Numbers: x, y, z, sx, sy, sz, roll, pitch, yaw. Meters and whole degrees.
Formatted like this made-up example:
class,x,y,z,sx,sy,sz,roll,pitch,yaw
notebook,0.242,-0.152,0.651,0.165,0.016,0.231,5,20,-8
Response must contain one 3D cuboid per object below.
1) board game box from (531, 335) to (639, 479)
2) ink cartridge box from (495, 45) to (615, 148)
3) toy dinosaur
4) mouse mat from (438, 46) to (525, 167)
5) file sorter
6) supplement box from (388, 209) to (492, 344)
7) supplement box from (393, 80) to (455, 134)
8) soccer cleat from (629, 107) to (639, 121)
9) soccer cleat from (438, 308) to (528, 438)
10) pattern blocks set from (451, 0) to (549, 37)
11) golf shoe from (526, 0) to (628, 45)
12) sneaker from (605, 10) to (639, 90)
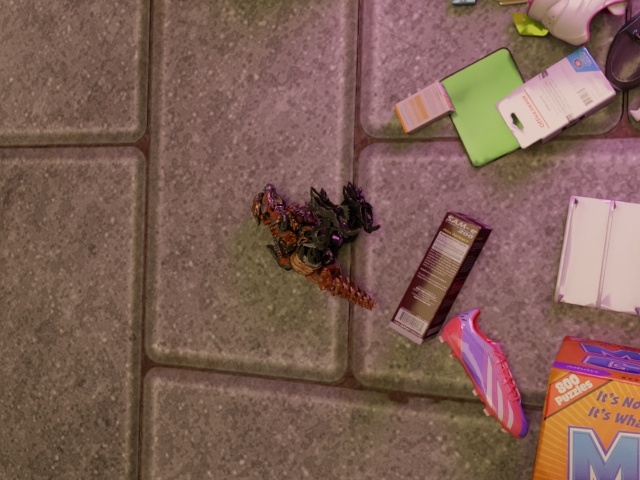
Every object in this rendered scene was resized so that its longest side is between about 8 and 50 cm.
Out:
class,x,y,z,sx,sy,sz,roll,pitch,yaw
board game box,0.518,0.372,1.125,0.357,0.356,0.356,9,94,21
ink cartridge box,0.416,-0.247,1.317,0.180,0.060,0.104,-32,79,15
toy dinosaur,0.000,0.000,1.470,0.322,0.164,0.218,39,119,-1
mouse mat,0.320,-0.249,1.389,0.153,0.007,0.189,-26,82,20
file sorter,0.537,0.034,1.216,0.278,0.173,0.192,9,93,22
supplement box,0.223,0.067,1.363,0.073,0.130,0.239,30,100,19
supplement box,0.199,-0.254,1.418,0.099,0.036,0.062,-25,81,26
soccer cleat,0.574,-0.242,1.276,0.035,0.029,0.083,44,110,12
soccer cleat,0.317,0.244,1.357,0.095,0.083,0.248,-37,75,13
pattern blocks set,0.408,-0.512,1.341,0.325,0.026,0.285,16,96,21
golf shoe,0.498,-0.463,1.243,0.140,0.115,0.306,47,113,4
sneaker,0.574,-0.374,1.235,0.101,0.106,0.267,39,105,16
